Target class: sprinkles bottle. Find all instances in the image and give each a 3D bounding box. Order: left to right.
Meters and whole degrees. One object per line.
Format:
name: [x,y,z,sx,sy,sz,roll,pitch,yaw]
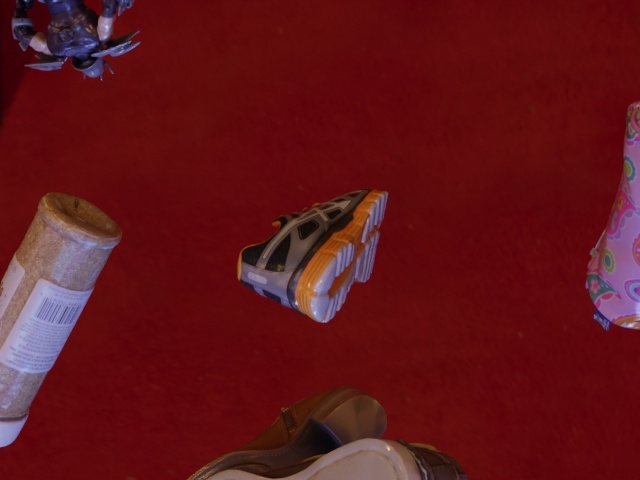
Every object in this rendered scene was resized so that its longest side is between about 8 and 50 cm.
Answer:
sprinkles bottle: [-0.399,0.111,1.795,0.121,0.121,0.355,36,107,20]

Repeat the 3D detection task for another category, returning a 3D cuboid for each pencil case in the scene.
pencil case: [0.364,-0.029,1.428,0.124,0.284,0.124,1,45,-1]

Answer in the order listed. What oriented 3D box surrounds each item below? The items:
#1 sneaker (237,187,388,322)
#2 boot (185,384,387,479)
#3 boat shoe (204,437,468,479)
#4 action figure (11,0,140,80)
sneaker: [0.000,0.000,1.112,0.083,0.215,0.084,13,108,15]
boot: [-0.064,0.254,1.503,0.283,0.220,0.109,-37,93,-13]
boat shoe: [-0.011,0.251,1.192,0.324,0.096,0.117,-27,65,39]
action figure: [-0.335,-0.326,1.680,0.185,0.285,0.099,-16,33,11]
